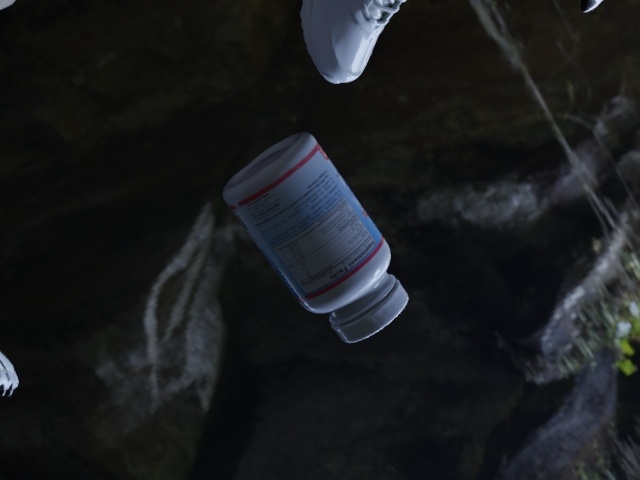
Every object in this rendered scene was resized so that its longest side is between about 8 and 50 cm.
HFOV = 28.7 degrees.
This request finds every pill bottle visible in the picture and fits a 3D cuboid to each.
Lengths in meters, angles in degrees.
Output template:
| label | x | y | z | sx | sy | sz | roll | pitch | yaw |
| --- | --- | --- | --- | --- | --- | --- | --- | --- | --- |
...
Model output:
| label | x | y | z | sx | sy | sz | roll | pitch | yaw |
| --- | --- | --- | --- | --- | --- | --- | --- | --- | --- |
| pill bottle | 0.000 | 0.000 | 1.000 | 0.087 | 0.160 | 0.087 | -33 | -166 | 9 |

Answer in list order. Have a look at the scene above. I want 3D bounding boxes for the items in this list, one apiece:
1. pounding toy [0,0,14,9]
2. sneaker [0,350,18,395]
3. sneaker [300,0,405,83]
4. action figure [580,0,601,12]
| label | x | y | z | sx | sy | sz | roll | pitch | yaw |
| --- | --- | --- | --- | --- | --- | --- | --- | --- | --- |
| pounding toy | -0.470 | -0.396 | 1.621 | 0.181 | 0.206 | 0.094 | -31 | -174 | 44 |
| sneaker | -0.301 | 0.080 | 1.008 | 0.078 | 0.234 | 0.106 | -11 | -97 | 0 |
| sneaker | 0.060 | -0.258 | 1.184 | 0.115 | 0.090 | 0.232 | 14 | -94 | 39 |
| action figure | 0.200 | -0.355 | 1.021 | 0.178 | 0.341 | 0.330 | -17 | -103 | 53 |
